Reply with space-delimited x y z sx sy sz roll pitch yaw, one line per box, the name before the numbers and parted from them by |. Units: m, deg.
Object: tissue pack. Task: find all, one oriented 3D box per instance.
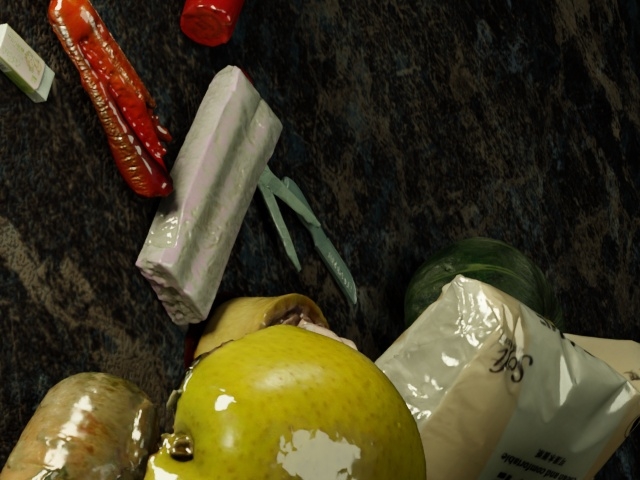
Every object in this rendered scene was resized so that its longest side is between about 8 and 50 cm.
tissue pack | 0.194 0.238 2.163 0.375 0.390 0.195 25 17 -41

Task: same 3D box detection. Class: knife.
knife | -0.001 0.000 2.222 0.210 0.015 0.028 58 34 -33

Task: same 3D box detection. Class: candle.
candle | -0.227 -0.170 1.828 0.301 0.059 0.084 61 26 -31

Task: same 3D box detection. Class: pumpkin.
pumpkin | 0.224 0.146 2.393 0.300 0.207 0.300 53 26 -41

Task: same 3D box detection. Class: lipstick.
lipstick | -0.101 -0.352 2.083 0.073 0.073 0.279 52 40 -41

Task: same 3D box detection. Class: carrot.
carrot | -0.250 0.253 1.618 0.302 0.139 0.138 -55 130 -38

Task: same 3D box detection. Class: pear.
pear | -0.008 0.270 1.733 0.386 0.191 0.340 36 75 -59

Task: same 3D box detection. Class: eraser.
eraser | -0.296 -0.174 1.746 0.083 0.019 0.038 47 43 -45

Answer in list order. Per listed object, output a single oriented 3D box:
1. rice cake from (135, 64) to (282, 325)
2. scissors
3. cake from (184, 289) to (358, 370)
rice cake | -0.121 -0.056 1.967 0.106 0.050 0.298 50 47 -39
scissors | -0.070 -0.077 2.105 0.247 0.017 0.144 58 42 -33
cake | -0.033 0.146 1.970 0.185 0.178 0.207 -5 84 -60
